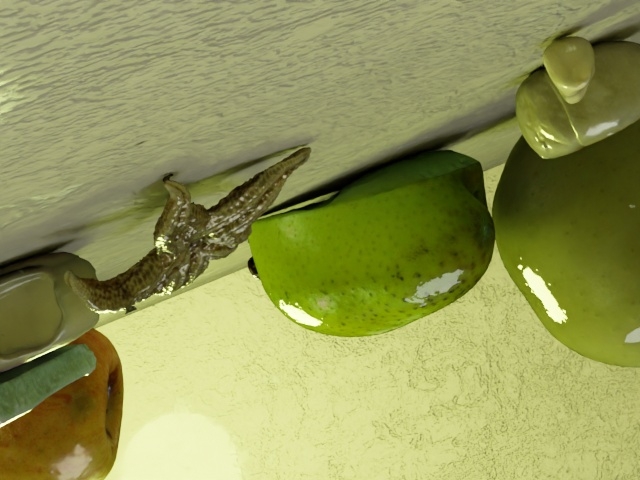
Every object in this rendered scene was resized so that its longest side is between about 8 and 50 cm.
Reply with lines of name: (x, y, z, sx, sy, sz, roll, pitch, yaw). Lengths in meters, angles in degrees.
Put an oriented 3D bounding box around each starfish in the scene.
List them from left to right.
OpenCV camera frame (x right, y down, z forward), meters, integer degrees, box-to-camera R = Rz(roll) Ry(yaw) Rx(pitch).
starfish: (-0.107, -0.008, 0.841, 0.235, 0.062, 0.277, -35, 171, -22)

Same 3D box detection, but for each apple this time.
apple: (-0.452, 0.266, 1.557, 0.275, 0.299, 0.299, 6, 178, 0)
apple: (0.498, -0.042, 1.466, 0.473, 0.474, 0.473, -22, 178, -1)

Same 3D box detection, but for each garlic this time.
garlic: (0.210, -0.144, 0.829, 0.041, 0.053, 0.083, -21, 170, 11)

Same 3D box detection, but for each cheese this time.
cheese: (-0.277, 0.069, 0.945, 0.163, 0.082, 0.286, -21, -179, -7)

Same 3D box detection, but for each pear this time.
pear: (0.118, 0.007, 1.398, 0.342, 0.239, 0.318, -21, -174, -40)

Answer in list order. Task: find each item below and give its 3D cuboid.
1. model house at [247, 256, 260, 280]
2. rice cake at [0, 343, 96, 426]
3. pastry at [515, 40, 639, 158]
model house: (-0.004, -0.009, 1.654, 0.203, 0.141, 0.164, -45, 169, -33)
rice cake: (-0.284, 0.137, 0.917, 0.085, 0.040, 0.226, -19, -178, 8)
pastry: (0.274, -0.145, 1.002, 0.156, 0.092, 0.156, -21, -179, 1)
